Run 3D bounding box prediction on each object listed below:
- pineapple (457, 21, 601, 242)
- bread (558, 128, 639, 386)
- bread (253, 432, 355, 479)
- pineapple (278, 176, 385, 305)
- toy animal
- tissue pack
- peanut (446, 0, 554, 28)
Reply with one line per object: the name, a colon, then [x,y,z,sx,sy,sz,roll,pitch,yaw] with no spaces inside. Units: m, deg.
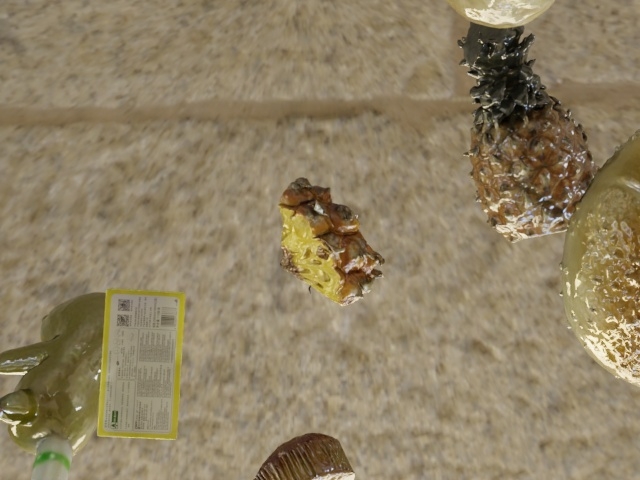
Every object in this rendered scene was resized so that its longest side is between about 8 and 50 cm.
pineapple: [0.231,-0.143,1.411,0.158,0.158,0.278,-18,115,3]
bread: [0.381,0.023,1.210,0.305,0.159,0.305,-11,114,-25]
bread: [-0.017,0.199,1.048,0.085,0.085,0.053,-37,59,7]
pineapple: [0.000,0.000,1.254,0.069,0.116,0.137,-36,100,-36]
toy animal: [-0.360,0.216,1.661,0.180,0.363,0.181,-28,108,39]
tissue pack: [-0.214,0.147,1.464,0.095,0.062,0.176,3,88,-8]
peanut: [0.162,-0.258,1.102,0.129,0.224,0.129,1,100,6]
